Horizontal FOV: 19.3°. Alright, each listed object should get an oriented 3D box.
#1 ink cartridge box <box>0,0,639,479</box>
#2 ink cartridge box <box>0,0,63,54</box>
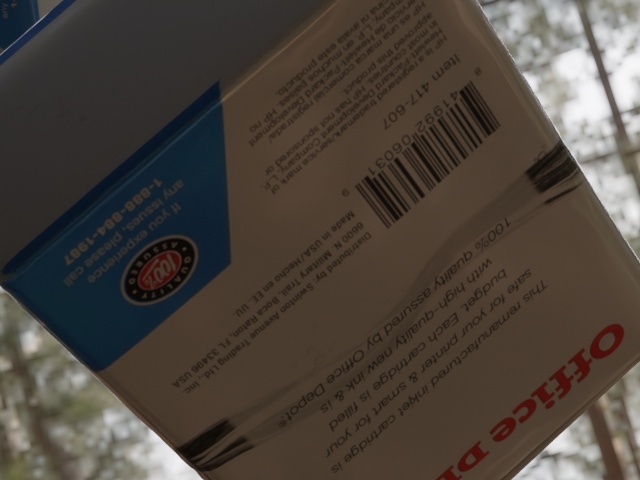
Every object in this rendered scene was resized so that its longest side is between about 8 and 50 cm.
[{"bbox_3d":[0.000,0.000,0.579,0.148,0.086,0.203,-41,-46,-3],"label":"ink cartridge box"},{"bbox_3d":[-0.268,-0.116,1.294,0.307,0.223,0.129,-2,8,33],"label":"ink cartridge box"}]
